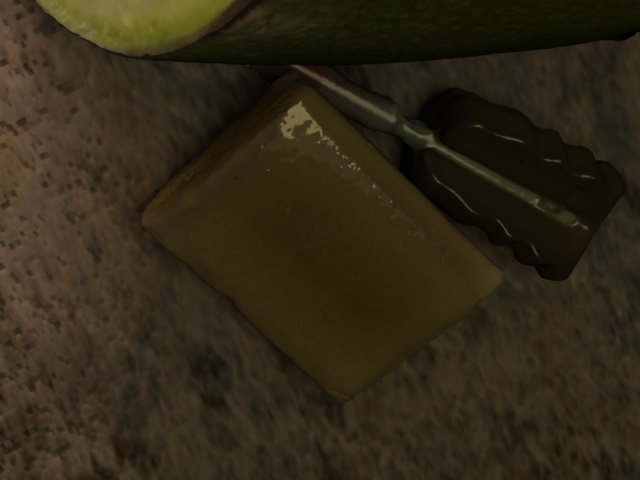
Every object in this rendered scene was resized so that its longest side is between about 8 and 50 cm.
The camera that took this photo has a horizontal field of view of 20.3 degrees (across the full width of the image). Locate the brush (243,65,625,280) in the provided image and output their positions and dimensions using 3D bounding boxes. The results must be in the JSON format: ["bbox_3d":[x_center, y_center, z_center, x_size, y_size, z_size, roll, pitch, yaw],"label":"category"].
[{"bbox_3d":[0.047,-0.072,1.078,0.301,0.071,0.084,28,93,-18],"label":"brush"}]

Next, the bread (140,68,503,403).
[{"bbox_3d":[0.000,0.000,1.058,0.139,0.060,0.178,-37,115,17],"label":"bread"}]

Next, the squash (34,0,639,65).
[{"bbox_3d":[0.052,-0.216,0.881,0.384,0.263,0.263,-8,104,-46],"label":"squash"}]
